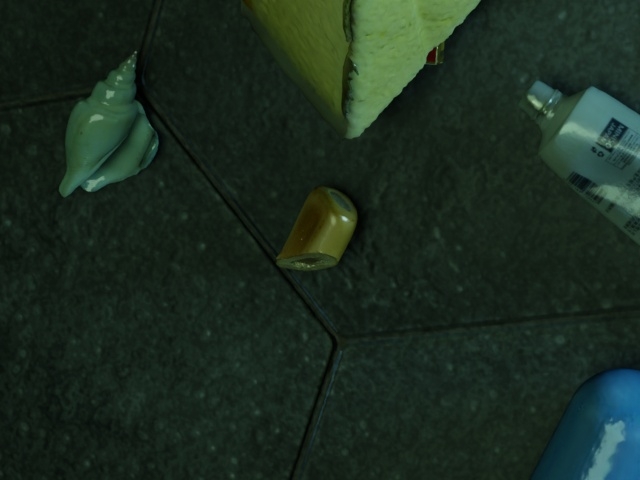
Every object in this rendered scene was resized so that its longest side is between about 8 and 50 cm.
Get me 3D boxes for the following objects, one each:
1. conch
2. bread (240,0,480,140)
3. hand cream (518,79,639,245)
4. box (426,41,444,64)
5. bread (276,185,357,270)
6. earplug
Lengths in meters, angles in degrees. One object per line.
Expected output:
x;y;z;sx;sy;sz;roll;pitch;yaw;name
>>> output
-0.209;-0.113;1.988;0.180;0.088;0.065;-63;31;29;conch
-0.057;-0.335;1.703;0.242;0.405;0.345;-41;65;8;bread
0.319;-0.032;1.770;0.341;0.078;0.124;38;114;3;hand cream
0.073;-0.232;1.847;0.090;0.023;0.133;8;106;20;box
0.000;0.002;1.918;0.062;0.049;0.103;51;124;44;bread
0.245;0.243;1.830;0.132;0.132;0.273;27;108;16;earplug
